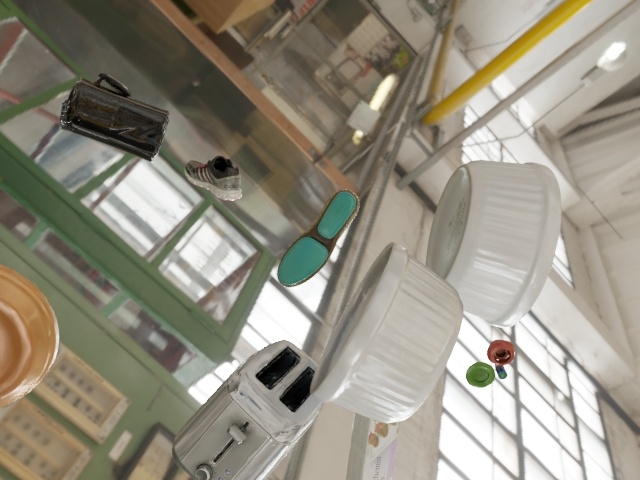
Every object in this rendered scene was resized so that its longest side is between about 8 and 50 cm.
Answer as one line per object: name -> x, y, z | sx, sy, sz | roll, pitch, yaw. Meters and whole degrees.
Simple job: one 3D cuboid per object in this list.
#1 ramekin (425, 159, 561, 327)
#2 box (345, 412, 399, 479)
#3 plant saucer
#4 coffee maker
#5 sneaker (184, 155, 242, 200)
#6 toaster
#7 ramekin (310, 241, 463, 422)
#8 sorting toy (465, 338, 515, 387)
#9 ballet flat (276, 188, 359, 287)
ramekin -> 0.262, -0.006, 0.932 | 0.273, 0.127, 0.273 | -166, -90, -87
box -> 0.096, 0.366, 1.046 | 0.067, 0.063, 0.324 | -169, -94, -68
plant saucer -> -0.421, 0.120, 0.686 | 0.200, 0.200, 0.037 | -45, -159, 1
coffee maker -> -0.390, -0.221, 1.103 | 0.171, 0.178, 0.120 | -95, -150, -52
sneaker -> -0.216, -0.142, 1.176 | 0.063, 0.170, 0.075 | -10, 120, -43
toaster -> -0.079, 0.230, 0.769 | 0.146, 0.129, 0.227 | -50, 170, 20
ramekin -> 0.082, 0.117, 0.695 | 0.207, 0.109, 0.207 | -60, 180, 0
sorting toy -> 0.294, 0.209, 0.996 | 0.102, 0.061, 0.042 | -48, -168, 16
ballet flat -> 0.000, 0.000, 1.034 | 0.206, 0.073, 0.067 | -49, 175, 1
